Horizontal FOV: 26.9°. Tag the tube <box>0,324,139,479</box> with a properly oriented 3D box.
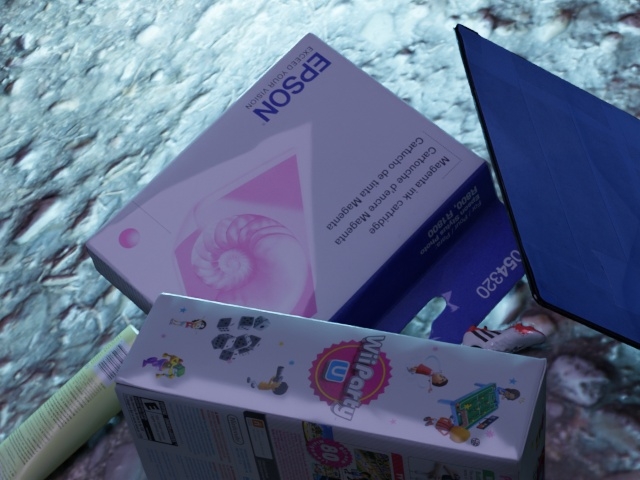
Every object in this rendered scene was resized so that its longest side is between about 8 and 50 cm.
[{"bbox_3d":[-0.265,0.189,1.389,0.240,0.062,0.070,-42,-4,-8],"label":"tube"}]

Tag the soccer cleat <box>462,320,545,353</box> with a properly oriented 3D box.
[{"bbox_3d":[0.168,0.096,1.233,0.083,0.029,0.036,-3,54,35],"label":"soccer cleat"}]

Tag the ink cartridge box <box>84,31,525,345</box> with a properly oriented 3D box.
[{"bbox_3d":[0.000,0.000,1.290,0.330,0.071,0.324,38,73,21],"label":"ink cartridge box"}]

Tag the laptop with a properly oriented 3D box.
[{"bbox_3d":[0.367,-0.071,1.119,0.408,0.236,0.382,-21,40,12],"label":"laptop"}]

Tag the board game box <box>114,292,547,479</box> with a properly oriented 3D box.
[{"bbox_3d":[0.016,0.169,1.032,0.303,0.224,0.097,9,49,17],"label":"board game box"}]
